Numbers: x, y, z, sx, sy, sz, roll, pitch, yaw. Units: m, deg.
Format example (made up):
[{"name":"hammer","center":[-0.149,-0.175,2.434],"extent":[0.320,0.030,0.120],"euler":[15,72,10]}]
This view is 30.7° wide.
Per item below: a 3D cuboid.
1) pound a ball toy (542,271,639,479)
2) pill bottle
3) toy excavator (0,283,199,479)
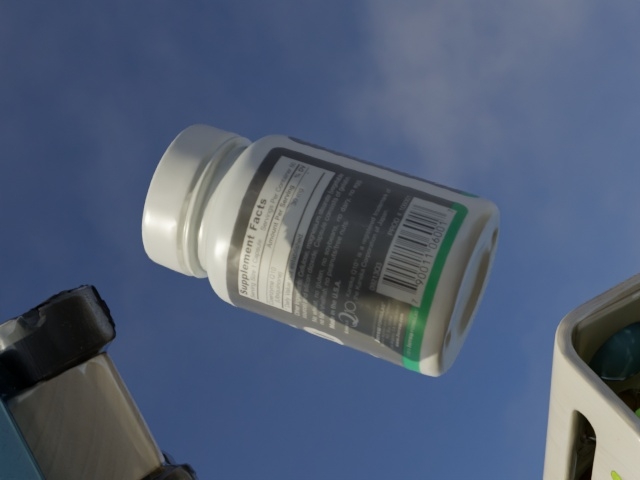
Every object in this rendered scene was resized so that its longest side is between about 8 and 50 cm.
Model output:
[{"name":"pound a ball toy","center":[0.262,0.145,0.860],"extent":[0.208,0.135,0.319],"euler":[-26,-39,-15]},{"name":"pill bottle","center":[0.000,0.000,1.302],"extent":[0.204,0.361,0.204],"euler":[19,-90,-73]},{"name":"toy excavator","center":[-0.324,0.230,0.907],"extent":[0.445,0.222,0.433],"euler":[-29,0,-15]}]
